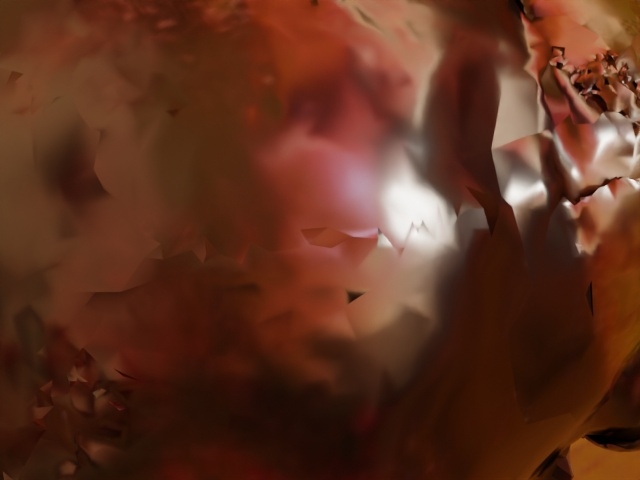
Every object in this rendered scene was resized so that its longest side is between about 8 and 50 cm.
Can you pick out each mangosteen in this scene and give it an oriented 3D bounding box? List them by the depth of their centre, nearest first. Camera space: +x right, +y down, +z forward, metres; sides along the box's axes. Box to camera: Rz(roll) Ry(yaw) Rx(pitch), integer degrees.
[{"bbox_3d":[-0.021,-0.009,0.684,0.421,0.381,0.381,-32,34,-32],"label":"mangosteen"}]
